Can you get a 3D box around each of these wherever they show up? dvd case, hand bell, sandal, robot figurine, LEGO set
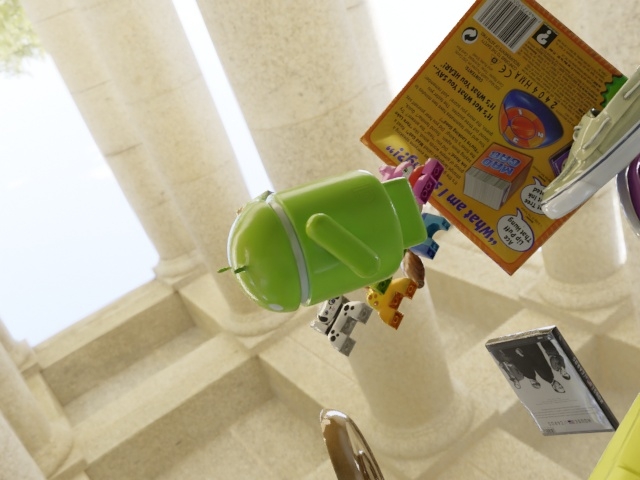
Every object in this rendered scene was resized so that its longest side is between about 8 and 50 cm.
[{"bbox_3d":[0.463,0.289,1.357,0.030,0.238,0.179,-38,-174,-36],"label":"dvd case"},{"bbox_3d":[0.154,0.008,1.232,0.126,0.126,0.242,-18,-144,6],"label":"hand bell"},{"bbox_3d":[0.678,-0.137,1.306,0.102,0.169,0.416,-50,-174,49],"label":"sandal"},{"bbox_3d":[0.000,0.000,0.379,0.115,0.067,0.101,-18,-179,-18],"label":"robot figurine"},{"bbox_3d":[0.062,0.020,0.752,0.093,0.087,0.227,19,-103,43],"label":"LEGO set"}]

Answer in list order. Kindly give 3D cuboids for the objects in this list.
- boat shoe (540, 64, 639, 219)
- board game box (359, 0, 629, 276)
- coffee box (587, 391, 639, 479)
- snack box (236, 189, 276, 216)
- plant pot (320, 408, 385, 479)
[{"bbox_3d":[0.421,-0.153,0.973,0.109,0.094,0.302,-29,162,-51],"label":"boat shoe"},{"bbox_3d":[0.354,-0.211,1.255,0.356,0.356,0.356,-49,173,19],"label":"board game box"},{"bbox_3d":[0.524,0.419,0.789,0.338,0.334,0.338,-51,-153,-13],"label":"coffee box"},{"bbox_3d":[-0.122,-0.019,1.366,0.100,0.037,0.141,-28,-123,33],"label":"snack box"},{"bbox_3d":[0.066,0.356,1.003,0.033,0.236,0.236,-27,-155,4],"label":"plant pot"}]
